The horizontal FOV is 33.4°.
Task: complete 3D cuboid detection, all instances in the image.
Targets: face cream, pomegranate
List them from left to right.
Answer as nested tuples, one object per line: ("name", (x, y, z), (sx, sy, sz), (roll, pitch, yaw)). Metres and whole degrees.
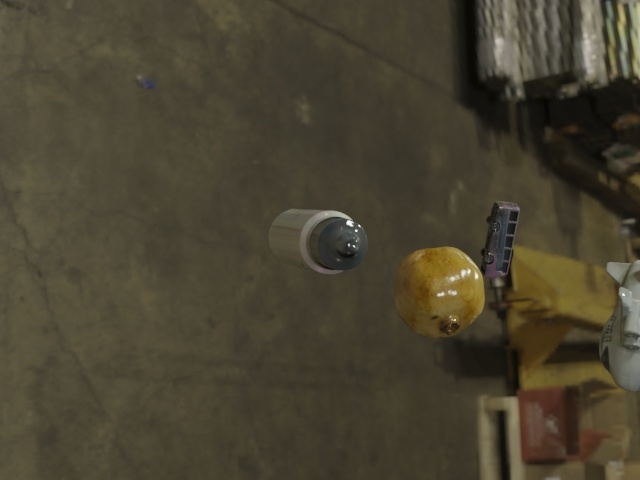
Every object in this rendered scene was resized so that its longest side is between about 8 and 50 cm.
("face cream", (0.000, 0.000, 1.518), (0.092, 0.311, 0.092), (0, 91, -15))
("pomegranate", (0.239, 0.110, 2.119), (0.196, 0.196, 0.196), (16, 70, -53))

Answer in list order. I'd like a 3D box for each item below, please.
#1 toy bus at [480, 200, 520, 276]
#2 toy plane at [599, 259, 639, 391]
("toy bus", (0.305, -0.002, 1.815), (0.037, 0.052, 0.130), (-105, -160, -68))
("toy plane", (0.548, 0.147, 1.876), (0.245, 0.117, 0.244), (5, 90, -68))
